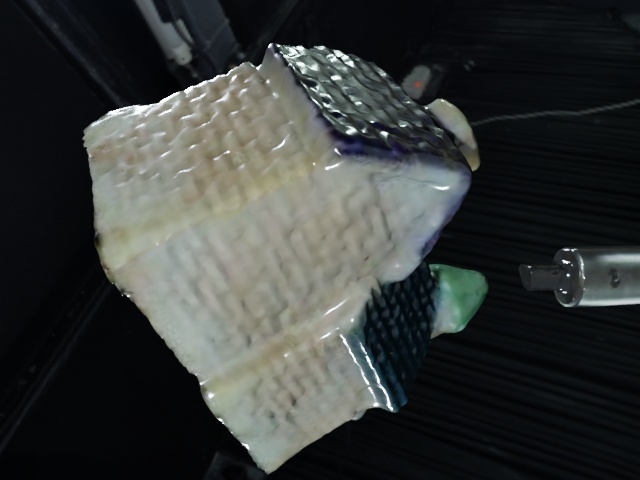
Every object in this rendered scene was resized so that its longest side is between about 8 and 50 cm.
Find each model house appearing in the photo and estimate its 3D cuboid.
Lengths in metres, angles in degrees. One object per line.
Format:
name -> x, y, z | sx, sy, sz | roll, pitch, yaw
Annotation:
model house -> 0.000, 0.001, 0.588 | 0.243, 0.284, 0.298 | -112, -3, -47

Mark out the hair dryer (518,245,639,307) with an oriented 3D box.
hair dryer -> 0.326, 0.047, 0.486 | 0.284, 0.320, 0.156 | -18, -86, -19
